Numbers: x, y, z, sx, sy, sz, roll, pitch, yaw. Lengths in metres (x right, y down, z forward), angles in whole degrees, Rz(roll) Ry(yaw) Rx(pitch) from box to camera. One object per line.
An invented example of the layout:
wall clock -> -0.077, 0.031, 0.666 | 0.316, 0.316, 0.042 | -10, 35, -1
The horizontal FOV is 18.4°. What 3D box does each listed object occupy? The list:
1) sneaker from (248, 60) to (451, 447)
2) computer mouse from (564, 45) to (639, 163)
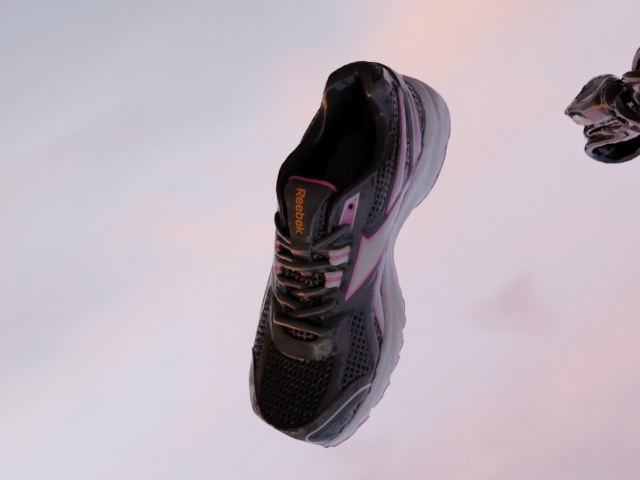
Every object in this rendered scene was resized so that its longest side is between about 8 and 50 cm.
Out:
sneaker -> 0.000, 0.000, 0.881 | 0.072, 0.077, 0.178 | 7, -102, 25
computer mouse -> 0.177, -0.054, 0.634 | 0.193, 0.042, 0.106 | -13, 176, -9
